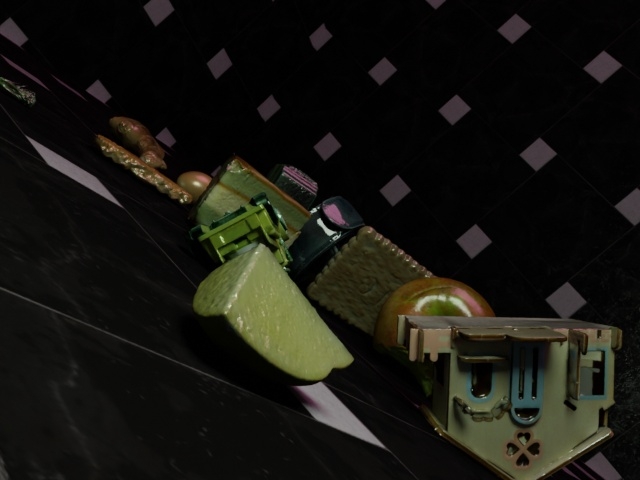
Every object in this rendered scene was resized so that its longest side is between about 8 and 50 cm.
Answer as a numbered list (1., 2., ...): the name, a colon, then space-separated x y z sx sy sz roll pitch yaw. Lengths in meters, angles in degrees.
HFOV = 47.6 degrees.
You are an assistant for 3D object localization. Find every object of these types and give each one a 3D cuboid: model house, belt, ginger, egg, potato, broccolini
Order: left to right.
1. broccolini: -0.555 -0.271 1.251 0.140 0.030 0.035 29 42 -47
2. ginger: -0.455 -0.242 1.827 0.333 0.081 0.148 39 -13 53
3. egg: -0.286 -0.121 1.672 0.096 0.080 0.080 39 -1 -42
4. potato: -0.053 0.096 0.642 0.149 0.081 0.120 53 28 -13
5. belt: 0.000 0.000 1.581 0.116 0.206 0.267 53 -16 9
6. model house: 0.278 0.240 1.085 0.326 0.244 0.169 2 6 -9

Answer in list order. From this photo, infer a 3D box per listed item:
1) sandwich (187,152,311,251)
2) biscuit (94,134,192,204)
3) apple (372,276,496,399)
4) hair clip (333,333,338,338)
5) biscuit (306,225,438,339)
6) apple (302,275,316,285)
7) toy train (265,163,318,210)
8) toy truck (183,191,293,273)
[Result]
1. sandwich: -0.131 -0.048 1.385 0.198 0.155 0.227 36 1 -12
2. biscuit: -0.366 -0.146 1.449 0.224 0.033 0.144 36 -1 -40
3. apple: 0.223 0.199 1.417 0.246 0.246 0.226 37 -19 16
4. hair clip: -0.046 0.099 0.994 0.229 0.036 0.066 44 0 -42
5. biscuit: 0.152 0.127 1.542 0.324 0.217 0.044 35 21 -14
6. apple: -0.035 0.067 1.747 0.089 0.074 0.089 20 16 -6
7. toy train: -0.120 -0.106 2.182 0.166 0.238 0.299 33 1 -14
8. toy truck: -0.103 0.020 1.104 0.135 0.128 0.259 62 0 1
